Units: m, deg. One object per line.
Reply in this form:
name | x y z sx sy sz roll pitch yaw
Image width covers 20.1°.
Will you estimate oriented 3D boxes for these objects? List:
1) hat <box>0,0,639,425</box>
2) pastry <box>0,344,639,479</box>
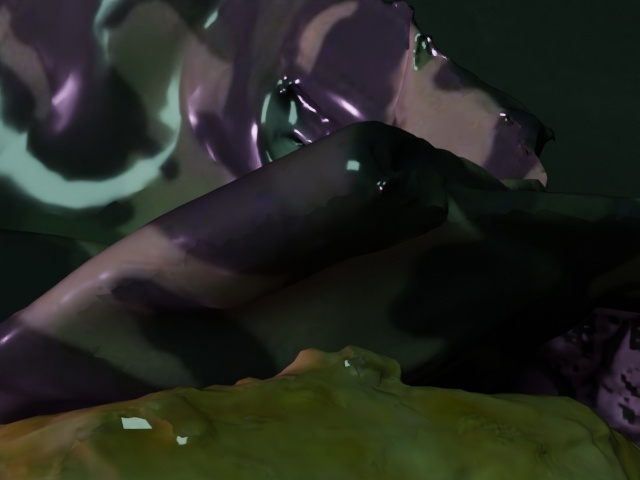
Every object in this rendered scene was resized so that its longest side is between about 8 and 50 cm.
hat | 0.032 0.011 0.583 0.257 0.382 0.366 -52 21 15
pastry | -0.032 0.136 0.450 0.330 0.329 0.136 -11 58 -1
